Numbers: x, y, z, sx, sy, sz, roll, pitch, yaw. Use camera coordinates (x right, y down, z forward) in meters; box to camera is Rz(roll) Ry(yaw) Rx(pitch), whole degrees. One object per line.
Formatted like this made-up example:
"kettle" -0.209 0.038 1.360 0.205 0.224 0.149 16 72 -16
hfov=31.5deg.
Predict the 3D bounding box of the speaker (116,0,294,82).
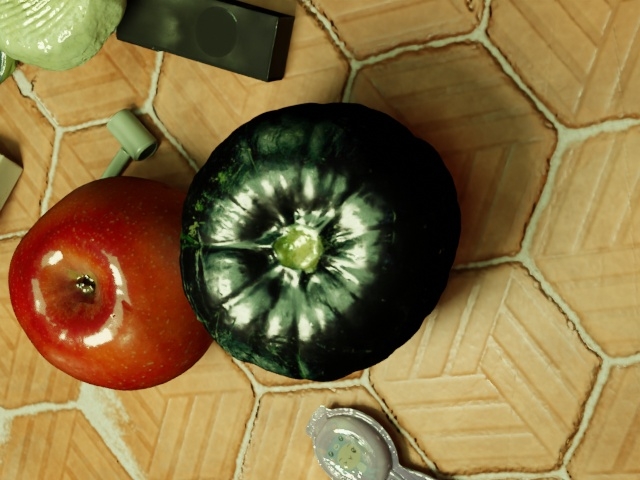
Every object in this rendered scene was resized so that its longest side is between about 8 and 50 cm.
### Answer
"speaker" -0.141 -0.253 1.354 0.218 0.044 0.082 20 109 22

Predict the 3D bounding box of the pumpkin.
"pumpkin" 0.000 0.000 1.237 0.315 0.238 0.315 1 102 6

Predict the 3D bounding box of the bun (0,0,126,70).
"bun" -0.309 -0.300 1.348 0.195 0.118 0.195 1 93 24

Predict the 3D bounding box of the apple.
"apple" -0.243 0.049 1.364 0.260 0.216 0.260 1 94 19

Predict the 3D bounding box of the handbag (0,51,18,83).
"handbag" -0.550 -0.278 1.441 0.222 0.241 0.263 -20 89 33

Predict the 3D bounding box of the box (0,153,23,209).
"box" -0.525 -0.082 1.544 0.201 0.058 0.141 21 79 21

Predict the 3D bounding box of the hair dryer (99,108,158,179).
"hair dryer" -0.261 -0.106 1.457 0.063 0.038 0.124 48 124 12

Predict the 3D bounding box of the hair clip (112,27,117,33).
"hair clip" -0.323 -0.306 1.434 0.172 0.049 0.116 -7 102 25

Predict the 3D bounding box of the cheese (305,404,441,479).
"cheese" 0.063 0.271 1.366 0.191 0.042 0.105 35 116 14
